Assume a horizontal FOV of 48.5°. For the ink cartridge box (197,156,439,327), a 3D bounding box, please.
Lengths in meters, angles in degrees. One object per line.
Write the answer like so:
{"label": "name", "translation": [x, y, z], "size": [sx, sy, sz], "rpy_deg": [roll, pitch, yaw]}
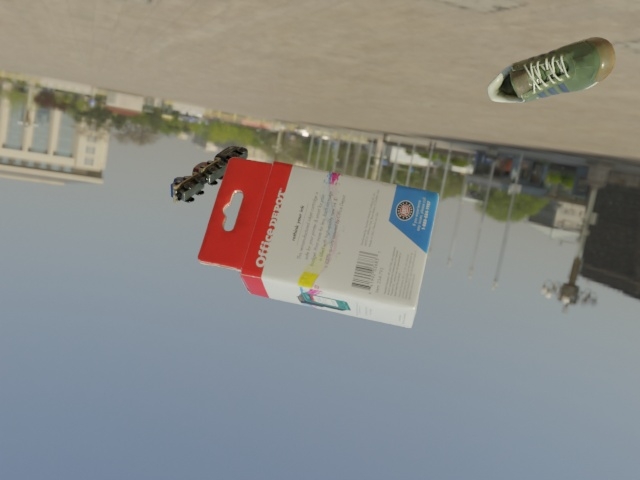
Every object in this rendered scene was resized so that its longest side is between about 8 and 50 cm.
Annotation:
{"label": "ink cartridge box", "translation": [0.000, 0.000, 0.767], "size": [0.231, 0.134, 0.078], "rpy_deg": [12, 160, 8]}

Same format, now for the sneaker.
{"label": "sneaker", "translation": [0.301, -0.220, 0.964], "size": [0.086, 0.064, 0.192], "rpy_deg": [-21, -172, -18]}

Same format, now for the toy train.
{"label": "toy train", "translation": [-0.142, -0.087, 0.900], "size": [0.036, 0.027, 0.158], "rpy_deg": [18, -147, 18]}
